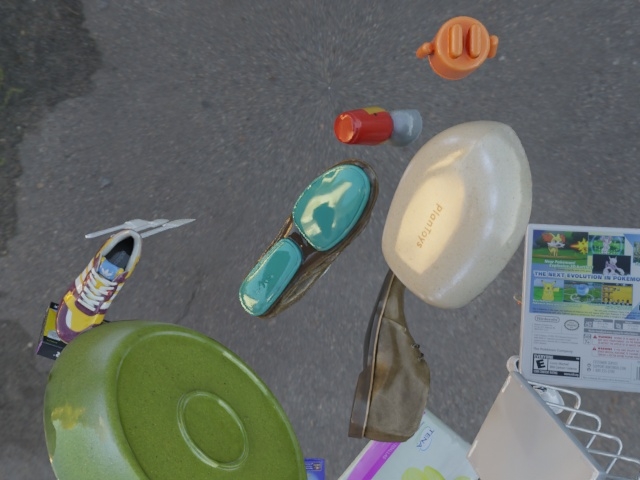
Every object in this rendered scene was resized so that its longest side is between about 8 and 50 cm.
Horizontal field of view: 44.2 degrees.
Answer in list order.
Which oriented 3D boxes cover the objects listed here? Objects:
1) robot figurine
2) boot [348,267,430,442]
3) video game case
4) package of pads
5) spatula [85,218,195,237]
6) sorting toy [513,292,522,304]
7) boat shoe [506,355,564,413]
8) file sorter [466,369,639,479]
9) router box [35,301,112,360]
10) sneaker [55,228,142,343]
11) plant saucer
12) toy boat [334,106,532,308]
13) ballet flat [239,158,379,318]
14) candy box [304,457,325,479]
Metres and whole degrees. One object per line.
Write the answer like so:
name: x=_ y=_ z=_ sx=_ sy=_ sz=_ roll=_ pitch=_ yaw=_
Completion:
robot figurine: x=0.322 y=-0.444 z=1.836 sx=0.158 sy=0.219 sz=0.128 roll=-39 pitch=92 yaw=0
boot: x=0.125 y=0.185 z=1.300 sx=0.115 sy=0.112 sz=0.305 roll=9 pitch=62 yaw=4
video game case: x=0.540 y=0.125 z=1.452 sx=0.329 sy=0.036 sz=0.299 roll=3 pitch=86 yaw=11
package of pads: x=0.190 y=0.521 z=1.715 sx=0.229 sy=0.101 sz=0.296 roll=38 pitch=75 yaw=14
spatula: x=-0.424 y=-0.025 z=1.839 sx=0.168 sy=0.242 sz=0.019 roll=4 pitch=104 yaw=21
sorting toy: x=0.455 y=0.144 z=1.756 sx=0.062 sy=0.083 sz=0.012 roll=38 pitch=106 yaw=13
boat shoe: x=0.549 y=0.364 z=1.991 sx=0.066 sy=0.063 sz=0.184 roll=-36 pitch=85 yaw=-5
file sorter: x=0.409 y=0.388 z=1.327 sx=0.173 sy=0.277 sz=0.192 roll=16 pitch=108 yaw=-22
router box: x=-0.528 y=0.220 z=1.748 sx=0.179 sy=0.133 sz=0.046 roll=23 pitch=120 yaw=-24
sneaker: x=-0.319 y=0.062 z=1.132 sx=0.070 sy=0.084 sz=0.185 roll=30 pitch=68 yaw=-11
plant saucer: x=-0.090 y=0.149 z=0.591 sx=0.241 sy=0.241 sz=0.037 roll=44 pitch=113 yaw=-7
toy boat: x=0.158 y=-0.082 z=1.076 sx=0.318 sy=0.148 sz=0.267 roll=51 pitch=130 yaw=29
ballet flat: x=0.000 y=0.000 z=1.251 sx=0.116 sy=0.124 sz=0.342 roll=51 pitch=122 yaw=23
candy box: x=-0.092 y=0.688 z=1.892 sx=0.122 sy=0.268 sz=0.317 roll=-11 pitch=71 yaw=25
